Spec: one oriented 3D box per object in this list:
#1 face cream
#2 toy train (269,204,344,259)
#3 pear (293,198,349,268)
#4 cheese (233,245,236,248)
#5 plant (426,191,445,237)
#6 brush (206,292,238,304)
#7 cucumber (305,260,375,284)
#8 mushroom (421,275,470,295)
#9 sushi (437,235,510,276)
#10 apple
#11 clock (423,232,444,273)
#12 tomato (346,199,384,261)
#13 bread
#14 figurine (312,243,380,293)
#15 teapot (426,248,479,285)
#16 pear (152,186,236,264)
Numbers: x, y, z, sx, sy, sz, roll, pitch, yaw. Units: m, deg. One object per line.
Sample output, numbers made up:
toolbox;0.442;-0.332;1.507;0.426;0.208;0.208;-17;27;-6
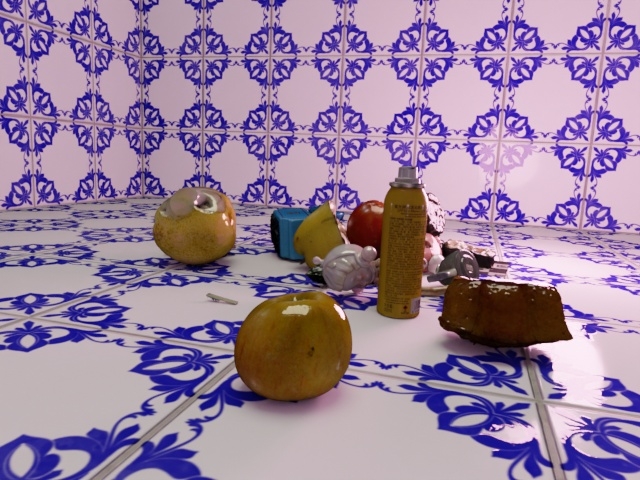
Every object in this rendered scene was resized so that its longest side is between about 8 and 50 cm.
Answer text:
face cream;0.194;0.002;1.205;0.105;0.349;0.105;3;10;0
toy train;-0.052;-0.034;1.887;0.265;0.188;0.300;-4;12;-11
pear;0.000;0.001;1.646;0.178;0.267;0.267;-16;9;3
cheese;-0.422;0.019;1.812;0.244;0.062;0.155;1;11;-9
plant;0.291;-0.062;1.885;0.320;0.182;0.194;-17;22;37
brush;-0.240;0.145;1.253;0.083;0.013;0.016;13;16;14
cucumber;0.092;0.092;1.483;0.300;0.072;0.072;-1;10;-21
mushroom;0.317;0.131;1.388;0.187;0.060;0.061;-5;24;2
sushi;0.490;0.033;1.859;0.373;0.100;0.296;7;10;23
apple;-0.039;0.158;0.793;0.182;0.155;0.182;3;12;-1
clock;0.331;0.044;1.712;0.166;0.093;0.162;4;31;7
tomato;0.193;-0.004;1.578;0.233;0.200;0.139;12;35;-2
bread;0.362;0.146;1.044;0.246;0.135;0.232;2;-4;8
figurine;0.113;0.062;1.325;0.256;0.145;0.182;-3;-7;-17
teapot;0.383;0.101;1.486;0.108;0.111;0.149;-26;17;48
pear;-0.399;-0.044;1.651;0.271;0.271;0.271;3;9;0
